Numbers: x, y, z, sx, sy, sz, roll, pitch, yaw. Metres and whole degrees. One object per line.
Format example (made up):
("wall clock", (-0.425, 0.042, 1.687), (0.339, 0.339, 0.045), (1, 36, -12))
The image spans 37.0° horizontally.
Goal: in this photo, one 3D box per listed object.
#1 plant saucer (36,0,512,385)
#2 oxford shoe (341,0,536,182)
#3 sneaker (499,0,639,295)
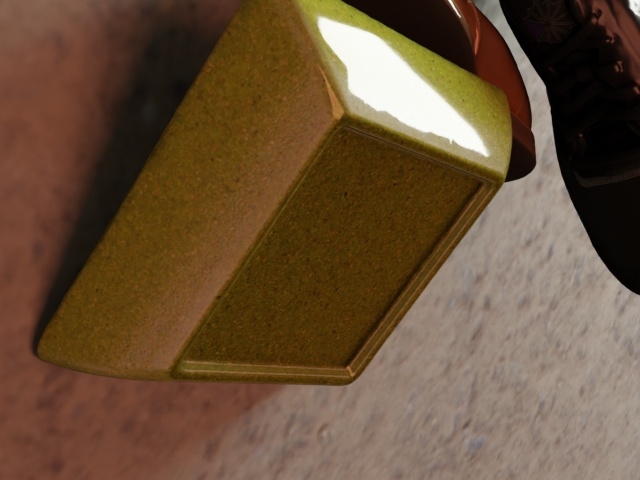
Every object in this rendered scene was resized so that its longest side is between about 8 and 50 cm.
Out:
("plant saucer", (0.000, 0.000, 0.426), (0.188, 0.045, 0.188), (12, 117, -51))
("oxford shoe", (0.054, -0.105, 0.498), (0.212, 0.076, 0.076), (37, 52, -54))
("sneaker", (0.144, -0.104, 0.530), (0.124, 0.107, 0.283), (1, 76, -43))
